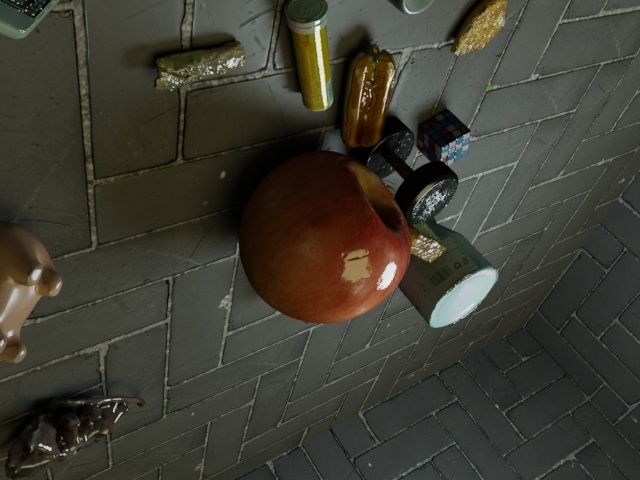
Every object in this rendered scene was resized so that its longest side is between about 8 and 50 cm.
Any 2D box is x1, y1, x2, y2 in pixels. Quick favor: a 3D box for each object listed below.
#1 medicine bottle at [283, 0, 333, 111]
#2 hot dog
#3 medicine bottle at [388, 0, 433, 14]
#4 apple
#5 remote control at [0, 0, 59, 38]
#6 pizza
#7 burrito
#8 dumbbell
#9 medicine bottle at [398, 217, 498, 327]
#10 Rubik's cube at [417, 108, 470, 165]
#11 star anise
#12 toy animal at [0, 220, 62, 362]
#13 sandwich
[{"bbox_3d":[-0.015,-0.327,1.139,0.074,0.074,0.218,-31,151,-13],"label":"medicine bottle"},{"bbox_3d":[0.094,-0.296,1.304,0.104,0.076,0.250,-9,139,-10],"label":"hot dog"},{"bbox_3d":[0.094,-0.432,0.979,0.083,0.203,0.083,-29,150,-19],"label":"medicine bottle"},{"bbox_3d":[0.000,0.000,1.332,0.363,0.364,0.364,-27,149,-18],"label":"apple"},{"bbox_3d":[-0.306,-0.366,0.751,0.296,0.056,0.140,-42,175,8],"label":"remote control"},{"bbox_3d":[0.345,-0.465,1.373,0.160,0.036,0.099,-50,148,20],"label":"pizza"},{"bbox_3d":[-0.194,-0.285,1.033,0.171,0.042,0.051,-22,136,-29],"label":"burrito"},{"bbox_3d":[0.190,-0.157,1.445,0.152,0.218,0.153,-28,149,-18],"label":"dumbbell"},{"bbox_3d":[0.323,0.067,1.829,0.244,0.290,0.245,-26,147,-18],"label":"medicine bottle"},{"bbox_3d":[0.304,-0.248,1.569,0.092,0.092,0.092,-32,150,-12],"label":"Rubik's cube"},{"bbox_3d":[-0.611,0.453,1.534,0.315,0.139,0.359,-28,165,-3],"label":"star anise"},{"bbox_3d":[-0.580,0.106,0.992,0.326,0.269,0.237,-63,160,-24],"label":"toy animal"},{"bbox_3d":[0.211,-0.048,1.620,0.065,0.215,0.186,-46,149,16],"label":"sandwich"}]
